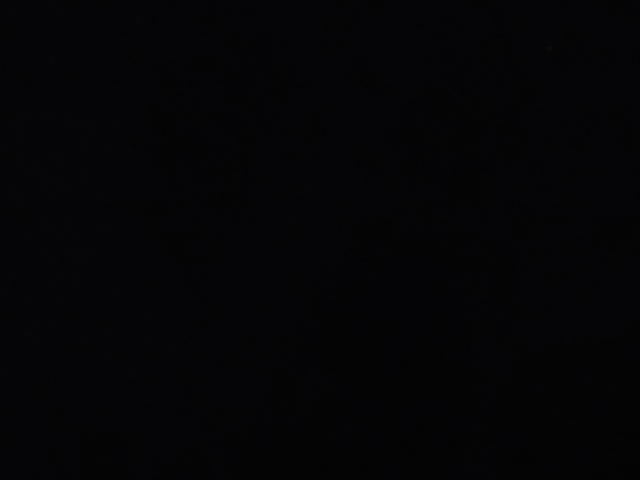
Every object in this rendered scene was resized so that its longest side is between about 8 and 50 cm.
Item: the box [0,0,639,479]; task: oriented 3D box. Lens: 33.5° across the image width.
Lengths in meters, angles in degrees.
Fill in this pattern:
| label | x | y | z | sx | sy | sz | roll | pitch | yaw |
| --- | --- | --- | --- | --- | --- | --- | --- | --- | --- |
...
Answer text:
| label | x | y | z | sx | sy | sz | roll | pitch | yaw |
| --- | --- | --- | --- | --- | --- | --- | --- | --- | --- |
| box | 0.050 | -0.128 | 0.545 | 0.480 | 0.297 | 0.472 | 3 | 35 | 10 |
